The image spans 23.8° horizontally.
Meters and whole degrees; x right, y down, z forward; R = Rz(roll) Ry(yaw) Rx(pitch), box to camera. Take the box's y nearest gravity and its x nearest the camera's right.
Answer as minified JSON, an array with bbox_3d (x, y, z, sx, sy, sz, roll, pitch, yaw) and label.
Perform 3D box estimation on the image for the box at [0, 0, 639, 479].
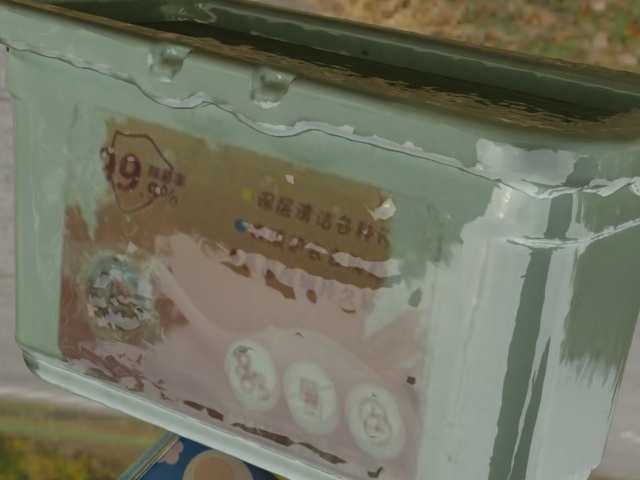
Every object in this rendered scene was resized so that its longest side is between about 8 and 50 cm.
[{"bbox_3d":[0.000,0.000,0.674,0.312,0.182,0.175,16,-162,31],"label":"box"}]

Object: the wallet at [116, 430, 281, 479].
[{"bbox_3d":[-0.056,0.221,0.991,0.202,0.141,0.059,44,168,-1],"label":"wallet"}]
